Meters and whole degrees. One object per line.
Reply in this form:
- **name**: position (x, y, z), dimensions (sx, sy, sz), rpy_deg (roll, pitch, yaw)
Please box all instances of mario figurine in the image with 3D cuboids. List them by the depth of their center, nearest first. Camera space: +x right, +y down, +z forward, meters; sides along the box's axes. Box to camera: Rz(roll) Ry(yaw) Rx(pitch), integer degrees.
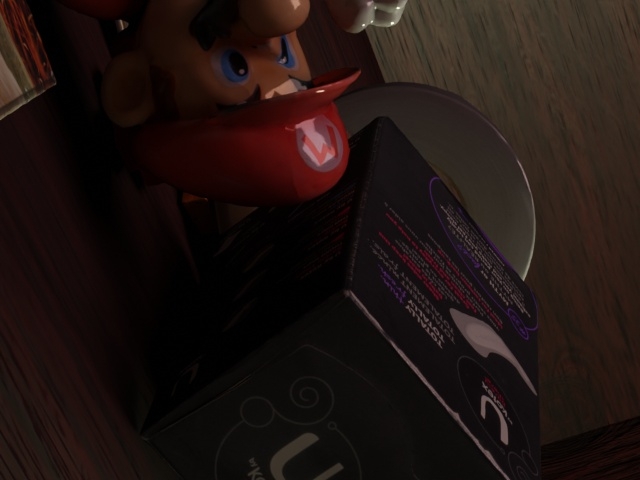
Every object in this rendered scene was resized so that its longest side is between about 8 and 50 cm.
- **mario figurine**: position (-0.066, -0.171, 0.908), dimensions (0.320, 0.198, 0.170), rpy_deg (64, 2, 5)

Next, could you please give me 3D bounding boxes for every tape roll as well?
- **tape roll**: position (0.061, -0.017, 1.365), dimensions (0.072, 0.219, 0.219), rpy_deg (-64, 135, -80)

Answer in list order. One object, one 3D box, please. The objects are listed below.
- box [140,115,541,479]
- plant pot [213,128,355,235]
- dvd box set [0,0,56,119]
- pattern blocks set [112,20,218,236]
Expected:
- **box**: position (0.023, 0.068, 0.968), dimensions (0.165, 0.143, 0.270), rpy_deg (49, 19, -13)
- **plant pot**: position (0.000, 0.000, 1.216), dimensions (0.237, 0.109, 0.237), rpy_deg (-11, 90, -83)
- **dvd box set**: position (-0.210, -0.215, 0.516), dimensions (0.307, 0.062, 0.420), rpy_deg (-74, 145, -77)
- **pattern blocks set**: position (-0.111, -0.145, 1.143), dimensions (0.325, 0.026, 0.285), rpy_deg (38, 39, -78)
